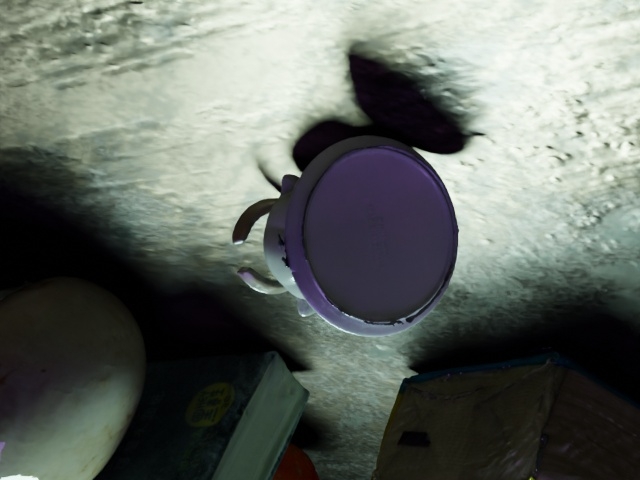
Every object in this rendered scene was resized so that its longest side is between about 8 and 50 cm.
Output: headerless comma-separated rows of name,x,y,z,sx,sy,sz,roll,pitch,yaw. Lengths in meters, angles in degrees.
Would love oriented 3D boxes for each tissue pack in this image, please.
tissue pack,-0.152,0.192,1.524,0.257,0.185,0.081,-9,130,37
tissue pack,0.200,0.205,1.445,0.271,0.134,0.192,32,149,-32

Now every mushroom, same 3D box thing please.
mushroom,-0.242,0.106,1.422,0.209,0.206,0.206,56,151,7

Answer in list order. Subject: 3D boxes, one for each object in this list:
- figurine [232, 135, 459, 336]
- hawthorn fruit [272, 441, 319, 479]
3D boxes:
figurine,0.000,0.000,1.178,0.132,0.132,0.154,27,165,-25
hawthorn fruit,-0.061,0.246,1.656,0.204,0.162,0.162,3,160,-25
